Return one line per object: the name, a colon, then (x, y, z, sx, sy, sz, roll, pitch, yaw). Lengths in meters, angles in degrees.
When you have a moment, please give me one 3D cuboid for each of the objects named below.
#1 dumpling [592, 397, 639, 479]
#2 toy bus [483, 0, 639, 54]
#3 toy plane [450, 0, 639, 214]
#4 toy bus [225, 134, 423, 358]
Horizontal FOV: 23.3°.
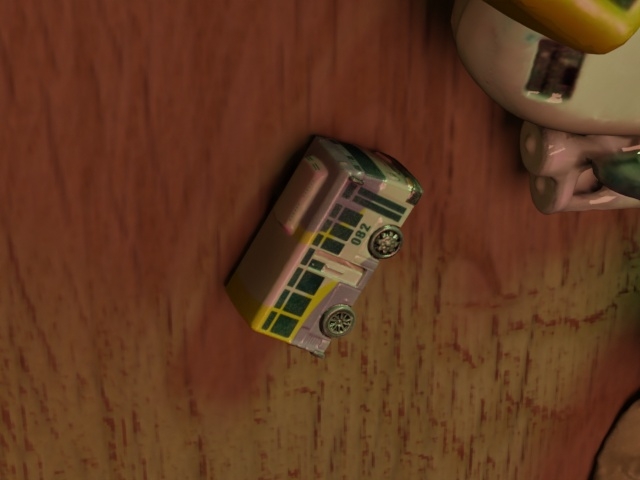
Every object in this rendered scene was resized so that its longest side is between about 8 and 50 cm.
dumpling: (0.238, 0.142, 0.938, 0.134, 0.100, 0.169, 46, 113, 2)
toy bus: (-0.023, -0.270, 0.530, 0.440, 0.209, 0.249, 30, 102, -35)
toy plane: (0.186, -0.115, 0.754, 0.267, 0.122, 0.266, -15, 138, -14)
toy bus: (0.000, 0.000, 0.772, 0.058, 0.052, 0.102, 22, 107, -32)
